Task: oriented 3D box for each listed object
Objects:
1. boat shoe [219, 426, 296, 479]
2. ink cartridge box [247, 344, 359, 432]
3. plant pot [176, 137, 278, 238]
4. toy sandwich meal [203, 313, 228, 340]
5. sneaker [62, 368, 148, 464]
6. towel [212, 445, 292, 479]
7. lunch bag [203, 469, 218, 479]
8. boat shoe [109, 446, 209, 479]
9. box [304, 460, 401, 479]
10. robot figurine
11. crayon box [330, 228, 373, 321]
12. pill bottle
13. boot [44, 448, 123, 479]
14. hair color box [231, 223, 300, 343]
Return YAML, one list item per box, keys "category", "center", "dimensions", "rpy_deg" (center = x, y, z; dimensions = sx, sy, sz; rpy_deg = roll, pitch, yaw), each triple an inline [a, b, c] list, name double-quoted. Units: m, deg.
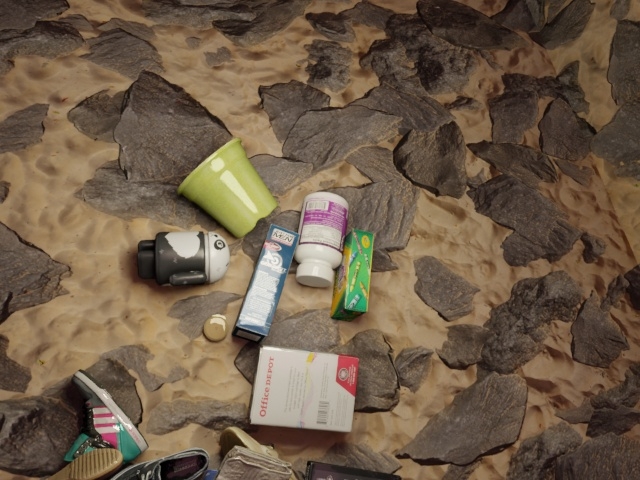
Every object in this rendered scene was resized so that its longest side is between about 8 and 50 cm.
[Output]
- category: "boat shoe"
  center: [-0.172, 0.659, 1.443]
  dimensions: [0.302, 0.109, 0.098]
  rpy_deg: [46, 25, 4]
- category: "ink cartridge box"
  center: [-0.052, 0.448, 1.506]
  dimensions: [0.306, 0.131, 0.226]
  rpy_deg: [10, 80, -9]
- category: "plant pot"
  center: [-0.287, -0.153, 1.631]
  dimensions: [0.276, 0.276, 0.254]
  rpy_deg: [-44, 98, -25]
- category: "toy sandwich meal"
  center: [-0.333, 0.278, 1.569]
  dimensions: [0.085, 0.029, 0.085]
  rpy_deg: [4, 74, -16]
- category: "sneaker"
  center: [-0.635, 0.516, 1.349]
  dimensions: [0.295, 0.124, 0.178]
  rpy_deg: [49, 56, 4]
- category: "towel"
  center: [-0.213, 0.697, 1.348]
  dimensions: [0.187, 0.049, 0.282]
  rpy_deg: [23, 105, -13]
- category: "lunch bag"
  center: [-0.287, 0.697, 1.401]
  dimensions: [0.098, 0.065, 0.067]
  rpy_deg: [15, 107, -12]
- category: "boat shoe"
  center: [-0.453, 0.657, 1.353]
  dimensions: [0.301, 0.102, 0.108]
  rpy_deg: [-12, 74, -20]
- category: "box"
  center: [0.082, 0.834, 1.461]
  dimensions: [0.295, 0.073, 0.293]
  rpy_deg: [14, 66, -10]
- category: "robot figurine"
  center: [-0.426, 0.053, 1.543]
  dimensions: [0.278, 0.173, 0.209]
  rpy_deg: [-1, 73, -16]
- category: "crayon box"
  center: [0.107, 0.121, 1.675]
  dimensions: [0.081, 0.165, 0.278]
  rpy_deg: [12, 67, -12]
- category: "pill bottle"
  center: [0.000, 0.000, 1.687]
  dimensions: [0.169, 0.169, 0.301]
  rpy_deg: [14, 68, -11]
- category: "boot"
  center: [-0.585, 0.653, 1.265]
  dimensions: [0.248, 0.090, 0.207]
  rpy_deg: [-24, 119, -4]
- category: "hair color box"
  center: [-0.176, 0.142, 1.582]
  dimensions: [0.105, 0.174, 0.347]
  rpy_deg: [20, 67, -8]
